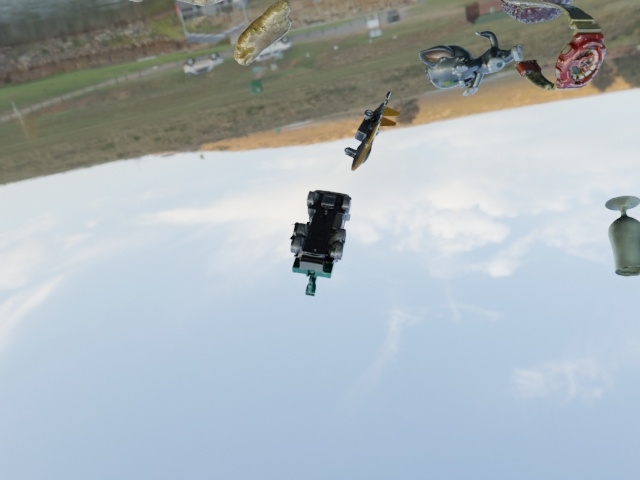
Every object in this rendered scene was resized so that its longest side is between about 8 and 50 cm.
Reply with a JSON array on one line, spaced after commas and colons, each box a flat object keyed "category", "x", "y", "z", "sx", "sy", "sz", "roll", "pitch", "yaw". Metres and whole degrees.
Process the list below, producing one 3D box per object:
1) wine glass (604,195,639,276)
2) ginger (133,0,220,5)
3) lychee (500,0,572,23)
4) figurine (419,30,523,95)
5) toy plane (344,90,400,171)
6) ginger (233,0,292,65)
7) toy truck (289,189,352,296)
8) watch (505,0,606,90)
[{"category": "wine glass", "x": 0.925, "y": -0.012, "z": 1.758, "sx": 0.103, "sy": 0.231, "sz": 0.103, "roll": 4, "pitch": 156, "yaw": 2}, {"category": "ginger", "x": -0.452, "y": -0.753, "z": 1.664, "sx": 0.348, "sy": 0.363, "sz": 0.122, "roll": -54, "pitch": -176, "yaw": -28}, {"category": "lychee", "x": 0.601, "y": -0.719, "z": 1.591, "sx": 0.271, "sy": 0.236, "sz": 0.236, "roll": -27, "pitch": -157, "yaw": -35}, {"category": "figurine", "x": 0.409, "y": -0.494, "z": 1.602, "sx": 0.265, "sy": 0.140, "sz": 0.193, "roll": -23, "pitch": 173, "yaw": 28}, {"category": "toy plane", "x": 0.154, "y": -0.348, "z": 1.965, "sx": 0.103, "sy": 0.204, "sz": 0.316, "roll": 32, "pitch": -121, "yaw": 9}, {"category": "ginger", "x": -0.144, "y": -0.549, "z": 1.529, "sx": 0.205, "sy": 0.081, "sz": 0.115, "roll": -36, "pitch": -159, "yaw": 23}, {"category": "toy truck", "x": 0.001, "y": -0.007, "z": 1.908, "sx": 0.176, "sy": 0.178, "sz": 0.363, "roll": 9, "pitch": -132, "yaw": 7}, {"category": "watch", "x": 0.466, "y": -0.410, "z": 1.214, "sx": 0.102, "sy": 0.165, "sz": 0.268, "roll": -7, "pitch": -150, "yaw": -21}]
